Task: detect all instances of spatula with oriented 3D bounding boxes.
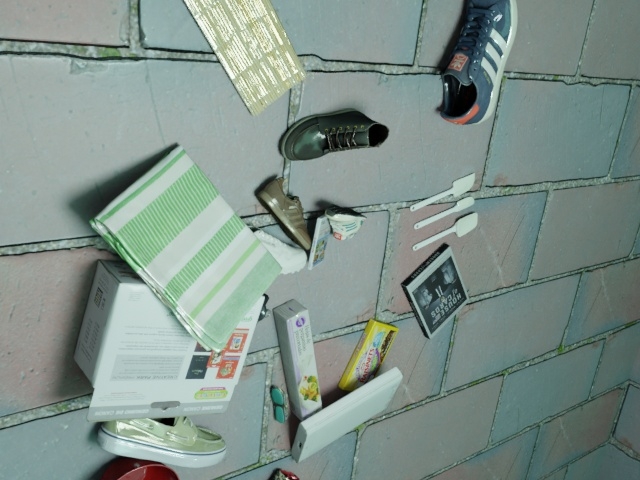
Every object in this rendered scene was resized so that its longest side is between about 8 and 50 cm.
[{"bbox_3d":[0.338,-0.068,1.655,0.241,0.019,0.168,-25,124,-28],"label":"spatula"}]

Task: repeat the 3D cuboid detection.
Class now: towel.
[{"bbox_3d":[-0.229,0.013,1.127,0.325,0.038,0.248,52,50,-19],"label":"towel"}]

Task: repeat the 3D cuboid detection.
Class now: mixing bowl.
[{"bbox_3d":[-0.400,0.525,1.295,0.181,0.098,0.182,-16,120,-31],"label":"mixing bowl"}]

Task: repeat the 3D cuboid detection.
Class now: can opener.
[{"bbox_3d":[-0.166,0.199,1.369,0.186,0.073,0.059,-68,170,11],"label":"can opener"}]

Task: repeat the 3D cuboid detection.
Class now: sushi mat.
[{"bbox_3d":[-0.144,-0.398,1.134,0.151,0.019,0.317,-42,130,-14],"label":"sushi mat"}]

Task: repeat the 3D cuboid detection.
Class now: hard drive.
[{"bbox_3d":[0.069,0.463,1.621,0.307,0.040,0.203,-23,148,-28],"label":"hard drive"}]

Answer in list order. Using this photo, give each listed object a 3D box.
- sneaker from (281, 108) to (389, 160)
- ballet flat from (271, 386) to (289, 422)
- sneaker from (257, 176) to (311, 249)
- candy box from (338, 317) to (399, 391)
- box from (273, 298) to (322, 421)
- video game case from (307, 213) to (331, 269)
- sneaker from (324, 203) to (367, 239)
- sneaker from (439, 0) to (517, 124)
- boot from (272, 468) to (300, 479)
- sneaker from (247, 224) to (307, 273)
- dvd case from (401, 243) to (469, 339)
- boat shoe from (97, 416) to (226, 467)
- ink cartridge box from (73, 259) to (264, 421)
[{"bbox_3d":[0.032,-0.219,1.282,0.222,0.118,0.083,-28,124,-26],"label":"sneaker"},{"bbox_3d":[-0.098,0.400,1.519,0.041,0.041,0.115,-21,122,-29],"label":"ballet flat"},{"bbox_3d":[-0.059,-0.056,1.321,0.071,0.066,0.188,-48,131,-12],"label":"sneaker"},{"bbox_3d":[0.132,0.317,1.662,0.105,0.027,0.206,21,96,-38],"label":"candy box"},{"bbox_3d":[-0.052,0.299,1.486,0.063,0.067,0.324,-25,122,-29],"label":"box"},{"bbox_3d":[0.000,0.000,1.398,0.087,0.011,0.122,-31,135,-68],"label":"video game case"},{"bbox_3d":[0.051,-0.035,1.399,0.161,0.057,0.075,4,114,-64],"label":"sneaker"},{"bbox_3d":[0.354,-0.437,1.426,0.148,0.131,0.351,-18,120,-36],"label":"sneaker"},{"bbox_3d":[-0.093,0.724,1.632,0.179,0.085,0.236,-54,131,-9],"label":"boot"},{"bbox_3d":[-0.123,0.018,1.296,0.235,0.090,0.095,1,99,-40],"label":"sneaker"},{"bbox_3d":[0.332,0.148,1.740,0.179,0.029,0.239,-41,129,-15],"label":"dvd case"},{"bbox_3d":[-0.320,0.415,1.305,0.302,0.109,0.094,23,91,-39],"label":"boat shoe"},{"bbox_3d":[-0.302,0.199,1.202,0.309,0.130,0.272,11,101,-40],"label":"ink cartridge box"}]
